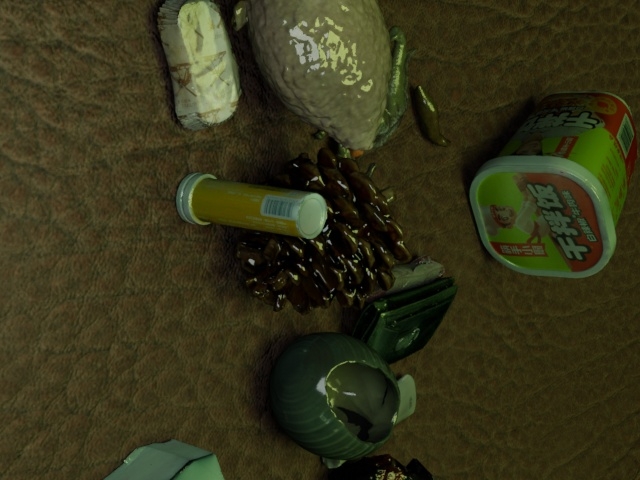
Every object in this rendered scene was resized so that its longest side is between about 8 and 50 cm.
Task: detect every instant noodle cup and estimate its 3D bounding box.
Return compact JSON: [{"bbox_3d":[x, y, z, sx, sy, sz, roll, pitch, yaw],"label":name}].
[{"bbox_3d":[0.470,-0.125,2.325,0.308,0.293,0.294,-53,135,-41],"label":"instant noodle cup"}]

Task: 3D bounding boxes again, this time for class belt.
[{"bbox_3d":[0.127,0.070,2.072,0.232,0.053,0.071,-7,107,-49],"label":"belt"}]

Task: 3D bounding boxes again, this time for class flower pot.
[{"bbox_3d":[0.021,0.242,1.885,0.243,0.157,0.189,44,64,-48],"label":"flower pot"}]

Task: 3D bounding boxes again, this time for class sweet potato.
[{"bbox_3d":[0.194,-0.210,2.115,0.041,0.038,0.153,-40,132,-11],"label":"sweet potato"}]

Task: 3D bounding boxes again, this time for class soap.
[{"bbox_3d":[-0.235,0.377,1.637,0.230,0.091,0.145,-43,128,-40],"label":"soap"}]

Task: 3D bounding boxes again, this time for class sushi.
[{"bbox_3d":[0.088,0.441,2.024,0.150,0.153,0.172,27,97,-33],"label":"sushi"}]

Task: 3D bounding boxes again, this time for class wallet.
[{"bbox_3d":[0.139,0.151,2.065,0.236,0.055,0.160,-12,136,-48],"label":"wallet"}]

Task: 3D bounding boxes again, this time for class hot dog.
[{"bbox_3d":[-0.163,-0.242,1.635,0.108,0.059,0.191,-28,122,-31],"label":"hot dog"}]

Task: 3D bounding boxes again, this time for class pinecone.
[{"bbox_3d":[-0.001,-0.013,1.756,0.257,0.243,0.244,-8,104,-30],"label":"pinecone"}]

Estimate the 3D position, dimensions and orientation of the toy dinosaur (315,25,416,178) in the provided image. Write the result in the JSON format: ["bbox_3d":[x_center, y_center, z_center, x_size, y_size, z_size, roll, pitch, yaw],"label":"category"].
[{"bbox_3d":[0.077,-0.213,1.940,0.294,0.077,0.162,-55,141,-9],"label":"toy dinosaur"}]

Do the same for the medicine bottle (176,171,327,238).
[{"bbox_3d":[-0.094,-0.045,1.629,0.074,0.218,0.074,-15,109,-49],"label":"medicine bottle"}]

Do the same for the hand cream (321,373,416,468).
[{"bbox_3d":[0.092,0.312,2.080,0.255,0.048,0.079,-29,124,-49],"label":"hand cream"}]

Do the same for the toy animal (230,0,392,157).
[{"bbox_3d":[-0.008,-0.289,1.705,0.226,0.188,0.358,-20,91,-56],"label":"toy animal"}]
